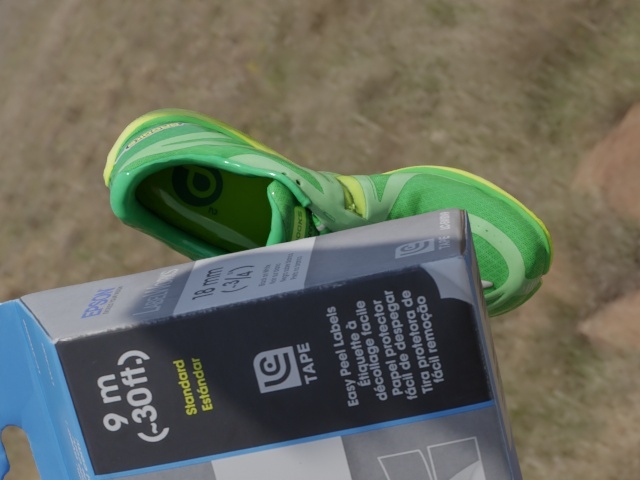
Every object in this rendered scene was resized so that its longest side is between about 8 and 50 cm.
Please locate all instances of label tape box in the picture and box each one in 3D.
[{"bbox_3d":[-0.056,0.137,0.916,0.334,0.240,0.106,-12,17,8],"label":"label tape box"}]

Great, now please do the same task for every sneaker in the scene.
[{"bbox_3d":[0.000,0.000,1.039,0.123,0.296,0.109,-71,-6,-67],"label":"sneaker"}]
